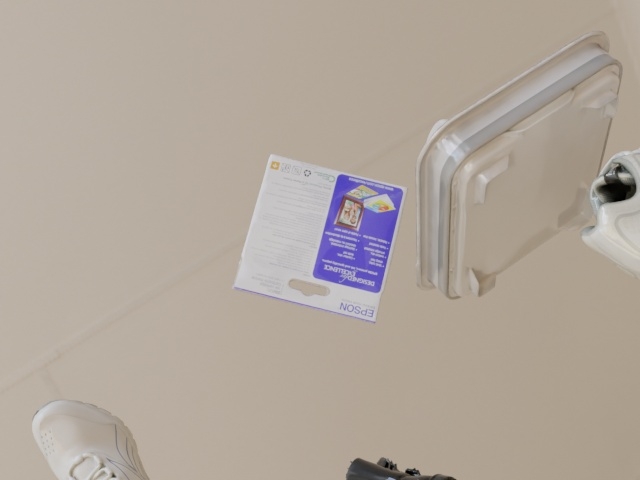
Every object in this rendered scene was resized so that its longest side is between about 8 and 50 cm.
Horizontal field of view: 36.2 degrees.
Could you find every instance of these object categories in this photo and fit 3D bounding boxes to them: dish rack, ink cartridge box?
[{"bbox_3d":[0.244,-0.065,1.171,0.285,0.072,0.333,-32,-32,-14],"label":"dish rack"},{"bbox_3d":[0.000,0.000,1.372,0.206,0.045,0.208,14,-108,2],"label":"ink cartridge box"}]

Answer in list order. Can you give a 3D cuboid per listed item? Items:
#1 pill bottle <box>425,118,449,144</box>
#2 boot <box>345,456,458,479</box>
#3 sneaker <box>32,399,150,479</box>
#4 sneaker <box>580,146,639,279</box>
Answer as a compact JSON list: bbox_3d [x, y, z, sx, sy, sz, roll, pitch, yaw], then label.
[{"bbox_3d":[0.288,-0.130,1.659,0.208,0.117,0.118,10,-96,-12],"label":"pill bottle"},{"bbox_3d":[0.177,0.442,1.622,0.246,0.207,0.094,43,-117,-34],"label":"boot"},{"bbox_3d":[-0.271,0.331,1.299,0.111,0.129,0.297,-41,-83,-4],"label":"sneaker"},{"bbox_3d":[0.337,-0.060,0.974,0.118,0.110,0.292,26,-140,8],"label":"sneaker"}]
